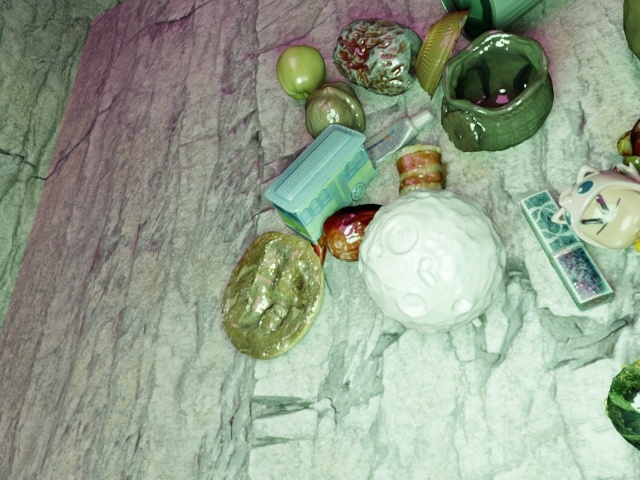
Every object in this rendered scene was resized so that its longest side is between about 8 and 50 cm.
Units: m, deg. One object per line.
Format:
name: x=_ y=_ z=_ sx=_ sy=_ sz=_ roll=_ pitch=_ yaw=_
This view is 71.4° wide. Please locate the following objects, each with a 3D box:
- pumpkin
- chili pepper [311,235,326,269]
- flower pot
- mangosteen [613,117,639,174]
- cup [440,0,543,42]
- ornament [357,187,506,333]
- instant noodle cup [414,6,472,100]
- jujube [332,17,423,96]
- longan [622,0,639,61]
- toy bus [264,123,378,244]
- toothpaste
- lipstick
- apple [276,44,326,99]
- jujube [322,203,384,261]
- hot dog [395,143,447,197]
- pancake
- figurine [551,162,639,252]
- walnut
pumpkin: x=0.618 y=0.299 z=0.788 sx=0.190 sy=0.146 sz=0.191 roll=0 pitch=90 yaw=11
chili pepper: x=0.000 y=0.000 z=1.353 sx=0.059 sy=0.050 sz=0.268 roll=2 pitch=66 yaw=1
flower pot: x=0.454 y=-0.385 z=1.194 sx=0.301 sy=0.213 sz=0.302 roll=-12 pitch=60 yaw=22
mangosteen: x=0.749 y=-0.196 z=0.973 sx=0.199 sy=0.200 sz=0.200 roll=-13 pitch=60 yaw=23
cup: x=0.544 y=-0.845 z=1.335 sx=0.392 sy=0.310 sz=0.401 roll=-32 pitch=56 yaw=4
ornament: x=0.250 y=0.040 z=1.027 sx=0.336 sy=0.337 sz=0.338 roll=-13 pitch=60 yaw=23
instant noodle cup: x=0.341 y=-0.554 z=1.307 sx=0.090 sy=0.274 sz=0.274 roll=23 pitch=76 yaw=6
jujube: x=0.186 y=-0.600 z=1.458 sx=0.317 sy=0.226 sz=0.226 roll=31 pitch=82 yaw=37
longan: x=0.870 y=-0.544 z=0.950 sx=0.390 sy=0.391 sz=0.392 roll=-13 pitch=60 yaw=23
toy bus: x=0.010 y=-0.167 z=1.304 sx=0.152 sy=0.190 sz=0.312 roll=32 pitch=73 yaw=38
toothpaste: x=0.223 y=-0.313 z=1.389 sx=0.282 sy=0.068 sz=0.099 roll=-32 pitch=23 yaw=23
lipstick: x=0.552 y=0.015 z=1.017 sx=0.077 sy=0.076 sz=0.290 roll=-26 pitch=53 yaw=17
apple: x=-0.071 y=-0.616 z=1.630 sx=0.199 sy=0.200 sz=0.200 roll=-13 pitch=60 yaw=23
jujube: x=0.123 y=-0.032 z=1.235 sx=0.236 sy=0.168 sz=0.168 roll=-20 pitch=55 yaw=-3
hot dog: x=0.283 y=-0.176 z=1.258 sx=0.146 sy=0.103 sz=0.213 roll=2 pitch=74 yaw=7
pancake: x=-0.147 y=0.158 z=1.323 sx=0.386 sy=0.082 sz=0.388 roll=-12 pitch=66 yaw=28
figurine: x=0.649 y=-0.050 z=0.918 sx=0.287 sy=0.186 sz=0.176 roll=24 pitch=114 yaw=-2
walnut: x=0.044 y=-0.399 z=1.428 sx=0.224 sy=0.224 sz=0.225 roll=-13 pitch=60 yaw=23
